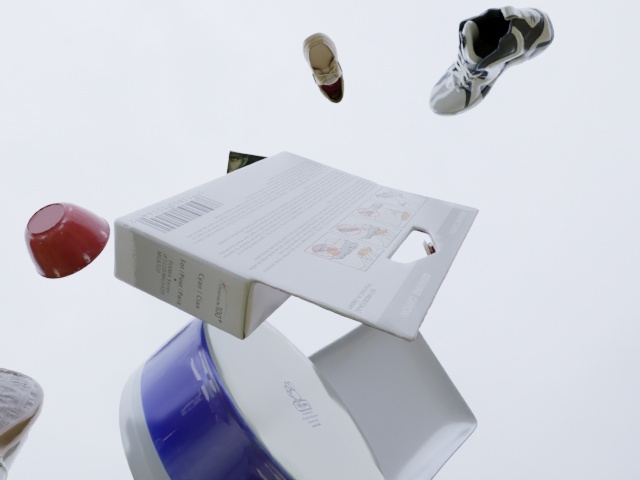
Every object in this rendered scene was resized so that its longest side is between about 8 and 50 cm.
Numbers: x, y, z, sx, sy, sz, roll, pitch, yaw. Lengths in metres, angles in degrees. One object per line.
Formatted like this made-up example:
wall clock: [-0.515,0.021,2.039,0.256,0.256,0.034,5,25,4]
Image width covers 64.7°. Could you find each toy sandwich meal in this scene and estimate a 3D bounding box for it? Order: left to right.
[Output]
toy sandwich meal: [0.216,0.030,0.936,0.029,0.086,0.086,-24,-52,11]

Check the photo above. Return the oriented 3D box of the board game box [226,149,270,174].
board game box: [-0.097,-0.103,1.003,0.186,0.026,0.126,9,-82,1]

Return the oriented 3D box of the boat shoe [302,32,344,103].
boat shoe: [0.014,-0.316,0.942,0.063,0.059,0.170,-23,-20,10]

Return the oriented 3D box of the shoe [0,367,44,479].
shoe: [-0.243,0.142,0.328,0.076,0.219,0.058,28,-91,-17]

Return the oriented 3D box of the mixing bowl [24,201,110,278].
mixing bowl: [-0.565,-0.018,1.097,0.181,0.182,0.098,-17,-42,2]

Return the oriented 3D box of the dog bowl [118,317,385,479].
dog bowl: [-0.057,0.190,0.496,0.104,0.265,0.265,-42,-56,4]

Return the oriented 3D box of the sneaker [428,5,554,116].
sneaker: [0.239,-0.290,0.814,0.153,0.094,0.235,-3,-16,-43]

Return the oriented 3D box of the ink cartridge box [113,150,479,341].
ink cartridge box: [0.000,0.000,0.505,0.261,0.296,0.066,21,-62,18]

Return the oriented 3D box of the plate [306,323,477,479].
plate: [0.121,0.275,0.878,0.278,0.277,0.045,-24,-13,-42]
